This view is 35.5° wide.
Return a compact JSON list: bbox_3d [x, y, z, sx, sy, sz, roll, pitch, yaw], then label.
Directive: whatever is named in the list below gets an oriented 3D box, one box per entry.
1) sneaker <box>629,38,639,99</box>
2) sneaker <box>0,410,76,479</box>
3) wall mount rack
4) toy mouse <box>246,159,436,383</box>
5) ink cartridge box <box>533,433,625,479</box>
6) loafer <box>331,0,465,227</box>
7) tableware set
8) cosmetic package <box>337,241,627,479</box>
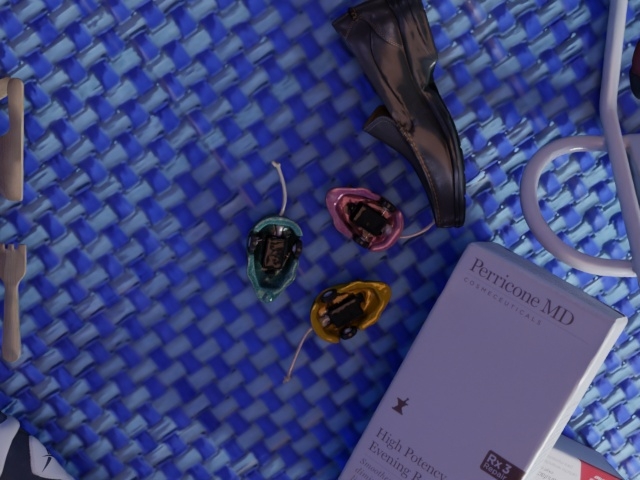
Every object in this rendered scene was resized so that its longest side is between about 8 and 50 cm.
[{"bbox_3d":[0.261,-0.185,0.589,0.276,0.098,0.135,-45,124,-23],"label":"sneaker"},{"bbox_3d":[-0.245,0.244,0.703,0.153,0.094,0.235,33,87,-8],"label":"sneaker"},{"bbox_3d":[0.317,-0.092,0.704,0.350,0.130,0.304,-1,67,-11],"label":"wall mount rack"},{"bbox_3d":[0.000,0.000,0.714,0.161,0.031,0.143,-34,109,0],"label":"toy mouse"},{"bbox_3d":[0.161,0.218,0.790,0.099,0.056,0.135,27,99,-16],"label":"ink cartridge box"},{"bbox_3d":[0.058,-0.085,0.690,0.061,0.062,0.170,-17,97,2],"label":"loafer"},{"bbox_3d":[-0.252,-0.019,0.661,0.128,0.039,0.194,4,99,1],"label":"tableware set"},{"bbox_3d":[0.109,0.126,0.717,0.117,0.085,0.231,30,100,21],"label":"cosmetic package"}]
